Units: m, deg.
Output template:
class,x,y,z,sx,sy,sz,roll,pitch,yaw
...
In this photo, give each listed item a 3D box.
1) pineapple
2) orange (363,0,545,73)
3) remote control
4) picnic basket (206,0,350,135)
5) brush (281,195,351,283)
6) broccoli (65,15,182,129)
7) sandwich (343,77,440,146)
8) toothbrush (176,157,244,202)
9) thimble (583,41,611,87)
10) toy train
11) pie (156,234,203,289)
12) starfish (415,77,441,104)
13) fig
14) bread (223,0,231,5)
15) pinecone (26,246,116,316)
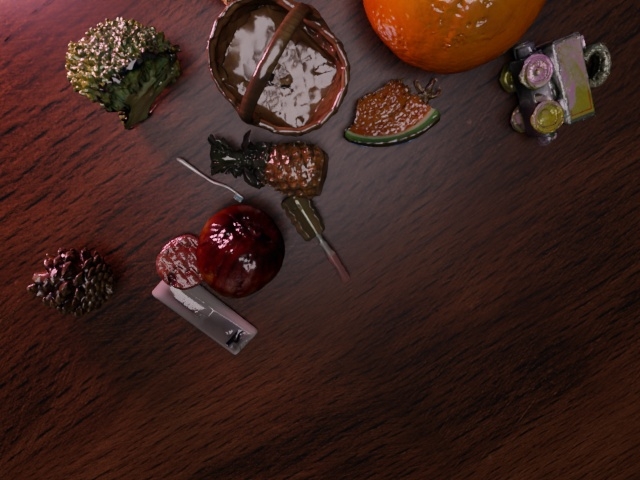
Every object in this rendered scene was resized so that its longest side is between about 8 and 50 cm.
class,x,y,z,sx,sy,sz,roll,pitch,yaw
pineapple,-0.139,-0.202,1.105,0.311,0.141,0.170,12,144,5
orange,0.287,-0.579,0.920,0.425,0.326,0.423,-1,108,-2
remote control,-0.336,0.216,1.267,0.313,0.055,0.109,41,100,-13
picnic basket,-0.095,-0.388,0.966,0.338,0.337,0.292,30,103,-11
brush,0.000,0.000,1.212,0.084,0.071,0.300,-31,106,3
broccoli,-0.464,-0.400,1.008,0.180,0.273,0.242,51,57,-6
sandwich,0.171,-0.310,1.119,0.235,0.079,0.159,-27,88,11
toothbrush,-0.296,-0.166,1.177,0.204,0.017,0.022,33,83,-12
thimble,0.690,-0.447,1.114,0.085,0.062,0.109,8,107,-6
toy train,0.571,-0.379,1.091,0.178,0.134,0.260,-21,107,3
pie,-0.377,0.062,1.209,0.154,0.038,0.153,1,86,-17
starfish,0.269,-0.380,1.133,0.091,0.028,0.078,-10,105,3
fig,-0.210,0.039,1.145,0.224,0.224,0.262,24,105,-9
bread,-0.253,-0.619,0.992,0.173,0.134,0.085,31,134,-7
pinecone,-0.660,0.103,1.163,0.205,0.179,0.184,29,81,7
